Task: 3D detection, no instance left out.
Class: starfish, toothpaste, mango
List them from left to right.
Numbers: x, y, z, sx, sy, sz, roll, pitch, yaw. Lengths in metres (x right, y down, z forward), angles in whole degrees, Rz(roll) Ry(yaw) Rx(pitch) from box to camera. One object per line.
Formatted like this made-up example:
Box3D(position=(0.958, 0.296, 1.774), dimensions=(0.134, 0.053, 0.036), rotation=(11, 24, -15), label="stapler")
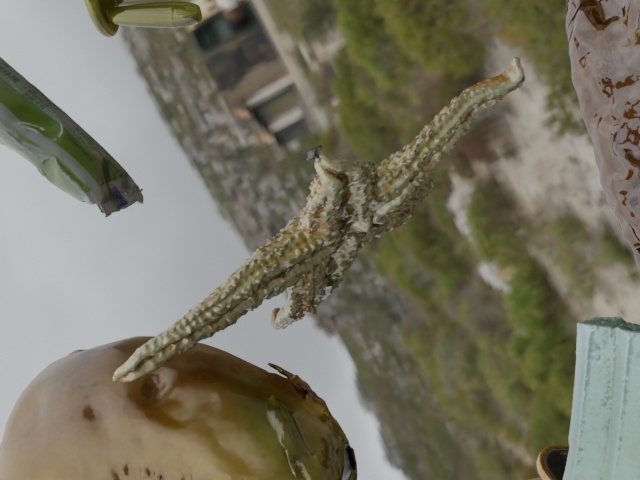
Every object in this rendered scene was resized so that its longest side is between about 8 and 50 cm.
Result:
Box3D(position=(-0.211, -0.096, 0.776), dimensions=(0.248, 0.047, 0.078), rotation=(39, -168, 2), label="toothpaste")
Box3D(position=(-0.093, 0.133, 0.792), dimensions=(0.156, 0.248, 0.151), rotation=(-49, -49, -44), label="mango")
Box3D(position=(0.004, 0.004, 0.791), dimensions=(0.048, 0.295, 0.231), rotation=(48, 173, 12), label="starfish")

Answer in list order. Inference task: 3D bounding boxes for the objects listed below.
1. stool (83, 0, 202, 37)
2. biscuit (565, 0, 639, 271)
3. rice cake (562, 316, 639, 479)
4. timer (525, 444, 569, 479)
Box3D(position=(-0.182, -0.271, 1.315), dimensions=(0.134, 0.110, 0.135), rotation=(55, -157, -73), label="stool")
Box3D(position=(0.369, -0.123, 1.278), dimensions=(0.395, 0.166, 0.343), rotation=(-19, -85, -68), label="biscuit")
Box3D(position=(0.273, 0.189, 1.127), dimensions=(0.043, 0.127, 0.237), rotation=(6, -87, -56), label="rice cake")
Box3D(position=(0.249, 0.364, 1.314), dimensions=(0.233, 0.240, 0.233), rotation=(17, -150, -10), label="timer")
